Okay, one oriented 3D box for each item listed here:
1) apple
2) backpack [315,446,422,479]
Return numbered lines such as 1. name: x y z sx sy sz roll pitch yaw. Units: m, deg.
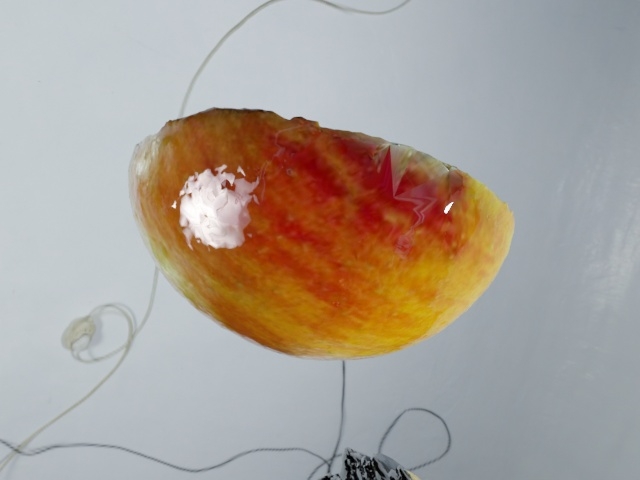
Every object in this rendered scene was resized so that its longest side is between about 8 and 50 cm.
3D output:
1. apple: 0.000 0.000 0.460 0.345 0.179 0.254 17 121 -19
2. backpack: 0.062 0.238 0.342 0.133 0.258 0.206 -39 97 3
